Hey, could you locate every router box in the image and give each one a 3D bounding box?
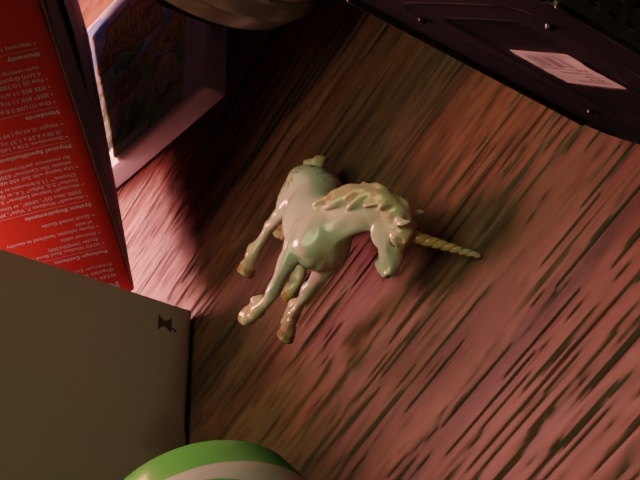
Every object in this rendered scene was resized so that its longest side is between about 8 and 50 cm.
[{"bbox_3d":[-0.222,-0.170,0.831,0.335,0.082,0.301,-110,8,-45],"label":"router box"}]

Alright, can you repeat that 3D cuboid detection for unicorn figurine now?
[{"bbox_3d":[0.000,0.000,0.639,0.111,0.060,0.162,-57,35,19],"label":"unicorn figurine"}]

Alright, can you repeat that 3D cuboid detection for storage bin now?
[{"bbox_3d":[0.105,-0.096,0.427,0.122,0.180,0.084,21,91,58],"label":"storage bin"}]

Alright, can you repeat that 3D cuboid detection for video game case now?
[{"bbox_3d":[-0.141,-0.148,0.964,0.212,0.023,0.193,-33,47,43],"label":"video game case"}]

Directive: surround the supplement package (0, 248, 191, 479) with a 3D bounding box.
[{"bbox_3d":[-0.240,0.152,0.778,0.262,0.198,0.199,-33,46,42],"label":"supplement package"}]

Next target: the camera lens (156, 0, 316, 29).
[{"bbox_3d":[-0.035,-0.281,0.700,0.274,0.219,0.219,-49,38,28],"label":"camera lens"}]

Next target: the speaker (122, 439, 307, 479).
[{"bbox_3d":[-0.013,0.218,0.477,0.131,0.131,0.296,-56,34,19],"label":"speaker"}]
